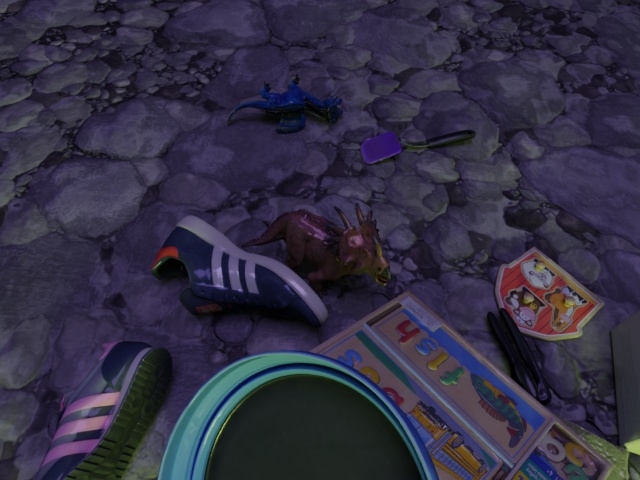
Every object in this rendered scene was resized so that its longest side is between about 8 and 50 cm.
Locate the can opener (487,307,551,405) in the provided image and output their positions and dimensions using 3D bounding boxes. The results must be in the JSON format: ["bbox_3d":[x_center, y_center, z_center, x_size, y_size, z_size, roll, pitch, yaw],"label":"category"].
[{"bbox_3d":[0.350,0.200,0.805,0.059,0.073,0.186,-8,49,1],"label":"can opener"}]

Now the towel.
[{"bbox_3d":[0.409,0.350,0.722,0.148,0.027,0.110,24,58,13],"label":"towel"}]

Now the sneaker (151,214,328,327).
[{"bbox_3d":[-0.157,0.093,0.828,0.350,0.131,0.148,26,64,22],"label":"sneaker"}]

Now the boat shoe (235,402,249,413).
[{"bbox_3d":[-0.011,0.299,0.714,0.285,0.089,0.104,22,33,9],"label":"boat shoe"}]

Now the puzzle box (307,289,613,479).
[{"bbox_3d":[0.190,0.269,0.692,0.272,0.052,0.409,-25,53,-36],"label":"puzzle box"}]

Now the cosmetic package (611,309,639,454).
[{"bbox_3d":[0.587,0.209,0.709,0.138,0.225,0.224,17,56,6],"label":"cosmetic package"}]

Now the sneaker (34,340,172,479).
[{"bbox_3d":[-0.357,0.298,0.691,0.131,0.112,0.319,8,50,24],"label":"sneaker"}]

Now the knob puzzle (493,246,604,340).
[{"bbox_3d":[0.430,0.111,0.891,0.213,0.030,0.213,1,55,-2],"label":"knob puzzle"}]

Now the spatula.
[{"bbox_3d":[0.246,-0.245,1.134,0.296,0.030,0.084,-9,53,-9],"label":"spatula"}]

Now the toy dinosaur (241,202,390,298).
[{"bbox_3d":[0.000,0.000,0.845,0.295,0.200,0.127,20,56,12],"label":"toy dinosaur"}]

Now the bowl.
[{"bbox_3d":[-0.033,0.335,0.560,0.390,0.077,0.392,-7,74,25],"label":"bowl"}]

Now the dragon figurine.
[{"bbox_3d":[-0.085,-0.330,1.145,0.289,0.085,0.144,-19,57,-17],"label":"dragon figurine"}]
